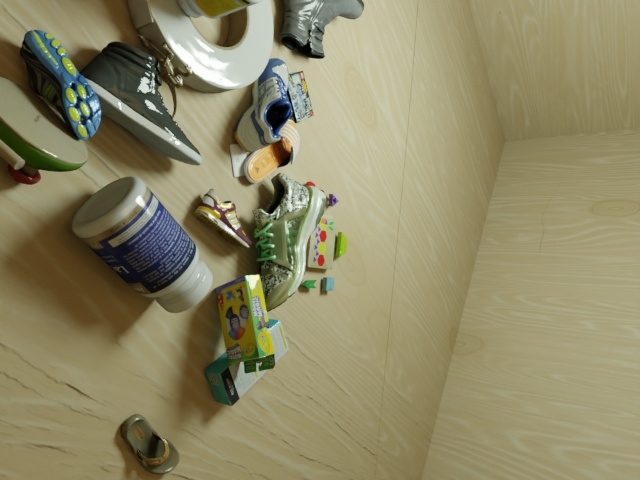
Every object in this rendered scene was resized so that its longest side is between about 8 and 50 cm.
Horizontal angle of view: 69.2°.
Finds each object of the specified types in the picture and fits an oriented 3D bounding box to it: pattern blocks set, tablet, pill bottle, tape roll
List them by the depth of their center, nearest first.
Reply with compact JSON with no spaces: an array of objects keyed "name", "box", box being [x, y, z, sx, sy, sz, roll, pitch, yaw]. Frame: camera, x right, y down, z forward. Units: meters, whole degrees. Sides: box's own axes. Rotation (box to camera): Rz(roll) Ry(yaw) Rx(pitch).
[{"name":"pill bottle","box":[-0.337,0.017,0.919,0.264,0.153,0.153,59,47,-37]},{"name":"pill bottle","box":[-0.203,-0.512,0.937,0.103,0.184,0.103,-3,94,-54]},{"name":"tape roll","box":[-0.261,-0.543,1.073,0.392,0.072,0.392,-5,96,-54]},{"name":"tablet","box":[-0.211,-0.210,1.212,0.054,0.006,0.083,-20,107,-52]},{"name":"pattern blocks set","box":[0.000,0.000,1.499,0.285,0.026,0.324,24,72,-52]}]

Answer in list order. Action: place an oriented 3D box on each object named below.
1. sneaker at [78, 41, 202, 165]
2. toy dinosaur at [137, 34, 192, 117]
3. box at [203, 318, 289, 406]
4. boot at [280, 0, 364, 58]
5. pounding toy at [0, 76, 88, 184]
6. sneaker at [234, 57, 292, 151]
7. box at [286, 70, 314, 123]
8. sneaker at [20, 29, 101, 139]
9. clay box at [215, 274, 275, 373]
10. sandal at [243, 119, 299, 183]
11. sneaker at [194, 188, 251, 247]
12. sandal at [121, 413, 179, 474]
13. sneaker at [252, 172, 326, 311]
[{"name":"sneaker","box":[-0.335,-0.278,0.948,0.296,0.105,0.147,37,67,-44]},{"name":"toy dinosaur","box":[-0.317,-0.349,0.985,0.053,0.093,0.183,-44,130,-38]},{"name":"box","box":[-0.186,0.312,1.221,0.244,0.060,0.100,-36,119,-48]},{"name":"boot","box":[0.001,-0.664,1.421,0.338,0.118,0.222,-5,98,-43]},{"name":"pounding toy","box":[-0.491,-0.153,0.724,0.183,0.110,0.237,48,8,-8]},{"name":"sneaker","box":[-0.118,-0.364,1.230,0.112,0.131,0.296,37,59,-46]},{"name":"box","box":[-0.070,-0.427,1.383,0.094,0.027,0.137,-41,123,-47]},{"name":"sneaker","box":[-0.449,-0.262,0.802,0.067,0.078,0.188,-43,108,-50]},{"name":"clay box","box":[-0.181,0.205,1.111,0.053,0.127,0.222,2,71,-46]},{"name":"sandal","box":[-0.111,-0.243,1.287,0.265,0.076,0.102,-57,135,-39]},{"name":"sneaker","box":[-0.223,-0.051,1.148,0.185,0.070,0.084,46,61,-46]},{"name":"sandal","box":[-0.359,0.444,0.996,0.072,0.049,0.180,-51,131,-40]},{"name":"sneaker","box":[-0.131,-0.007,1.248,0.182,0.158,0.410,35,58,-33]}]
